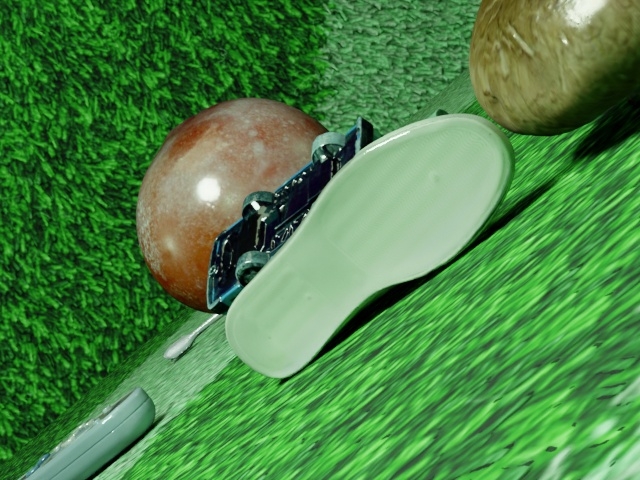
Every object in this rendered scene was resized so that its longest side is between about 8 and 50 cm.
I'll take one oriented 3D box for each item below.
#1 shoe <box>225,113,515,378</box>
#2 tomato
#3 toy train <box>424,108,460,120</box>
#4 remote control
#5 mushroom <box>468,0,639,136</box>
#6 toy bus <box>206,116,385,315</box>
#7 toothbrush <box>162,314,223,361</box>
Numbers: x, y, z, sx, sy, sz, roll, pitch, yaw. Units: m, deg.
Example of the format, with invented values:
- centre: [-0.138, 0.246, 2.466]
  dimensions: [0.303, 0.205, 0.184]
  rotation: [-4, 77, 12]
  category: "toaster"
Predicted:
- centre: [0.038, -0.010, 1.084]
  dimensions: [0.265, 0.095, 0.110]
  rotation: [-40, 2, 30]
  category: "shoe"
- centre: [-0.093, -0.046, 1.804]
  dimensions: [0.270, 0.227, 0.270]
  rotation: [-37, 3, 2]
  category: "tomato"
- centre: [0.080, -0.057, 1.448]
  dimensions: [0.104, 0.071, 0.178]
  rotation: [-28, -7, -46]
  category: "toy train"
- centre: [-0.259, 0.230, 1.533]
  dimensions: [0.244, 0.047, 0.087]
  rotation: [-38, 7, 13]
  category: "remote control"
- centre: [0.208, -0.178, 0.997]
  dimensions: [0.278, 0.146, 0.278]
  rotation: [-40, 11, 9]
  category: "mushroom"
- centre: [0.000, 0.000, 1.226]
  dimensions: [0.184, 0.106, 0.090]
  rotation: [-37, 35, 34]
  category: "toy bus"
- centre: [-0.094, 0.066, 2.050]
  dimensions: [0.288, 0.024, 0.026]
  rotation: [-40, -10, 4]
  category: "toothbrush"
